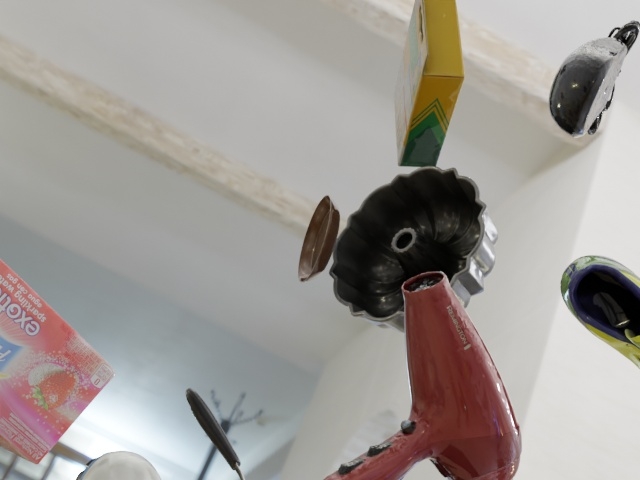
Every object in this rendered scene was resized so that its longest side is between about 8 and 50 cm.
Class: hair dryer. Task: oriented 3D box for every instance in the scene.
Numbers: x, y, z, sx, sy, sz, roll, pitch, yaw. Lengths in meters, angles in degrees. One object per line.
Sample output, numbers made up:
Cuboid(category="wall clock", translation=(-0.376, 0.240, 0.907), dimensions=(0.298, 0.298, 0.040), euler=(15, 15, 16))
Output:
Cuboid(category="hair dryer", translation=(0.072, 0.169, 0.719), dimensions=(0.223, 0.293, 0.080), euler=(19, -10, -41))

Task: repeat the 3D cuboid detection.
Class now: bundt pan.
Cuboid(category="bundt pan", translation=(0.185, 0.031, 1.716), dimensions=(0.331, 0.331, 0.124), euler=(-5, -35, 41))

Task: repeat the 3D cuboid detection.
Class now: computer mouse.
Cuboid(category="computer mouse", translation=(0.383, -0.226, 1.354), dimensions=(0.072, 0.272, 0.188), euler=(26, -63, 17))

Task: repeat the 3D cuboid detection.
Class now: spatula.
Cuboid(category="spatula", translation=(-0.102, 0.304, 1.156), dimensions=(0.296, 0.030, 0.084), euler=(58, -21, 31))

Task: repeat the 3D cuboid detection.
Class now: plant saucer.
Cuboid(category="plant saucer", translation=(0.000, 0.000, 1.714), dimensions=(0.029, 0.168, 0.168), euler=(17, -28, -14))

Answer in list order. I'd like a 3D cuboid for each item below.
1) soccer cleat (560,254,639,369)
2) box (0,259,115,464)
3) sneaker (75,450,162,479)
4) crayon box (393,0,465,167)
Cuboid(category="soccer cleat", translation=(0.384, 0.123, 1.024), dimensions=(0.289, 0.093, 0.121), euler=(40, 13, 17))
Cuboid(category="box", translation=(-0.402, 0.101, 1.061), dimensions=(0.154, 0.142, 0.300), euler=(-2, -46, 53))
Cuboid(category="sneaker", translation=(-0.096, 0.231, 0.519), dimensions=(0.085, 0.237, 0.086), euler=(17, -36, -42))
Cuboid(category="crayon box", translation=(0.207, -0.314, 1.784), dimensions=(0.083, 0.203, 0.323), euler=(2, -32, -4))
